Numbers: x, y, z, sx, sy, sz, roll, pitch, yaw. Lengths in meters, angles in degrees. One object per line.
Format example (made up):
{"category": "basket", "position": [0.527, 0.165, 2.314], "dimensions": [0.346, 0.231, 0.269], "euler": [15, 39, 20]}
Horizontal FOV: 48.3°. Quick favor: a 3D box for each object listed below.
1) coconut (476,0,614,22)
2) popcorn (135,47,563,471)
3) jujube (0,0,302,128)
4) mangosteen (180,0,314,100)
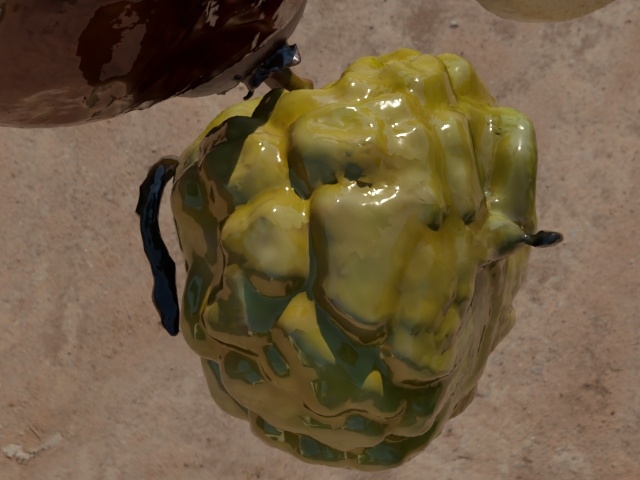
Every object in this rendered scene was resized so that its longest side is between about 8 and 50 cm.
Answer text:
{"category": "coconut", "position": [0.291, -0.440, 0.885], "dimensions": [0.328, 0.329, 0.329], "euler": [2, 64, -3]}
{"category": "popcorn", "position": [0.000, 0.000, 0.586], "dimensions": [0.381, 0.349, 0.349], "euler": [16, 62, 26]}
{"category": "jujube", "position": [-0.120, -0.180, 0.403], "dimensions": [0.223, 0.223, 0.318], "euler": [36, 28, 13]}
{"category": "mangosteen", "position": [-0.098, -0.230, 0.738], "dimensions": [0.261, 0.235, 0.235], "euler": [46, 65, -18]}
